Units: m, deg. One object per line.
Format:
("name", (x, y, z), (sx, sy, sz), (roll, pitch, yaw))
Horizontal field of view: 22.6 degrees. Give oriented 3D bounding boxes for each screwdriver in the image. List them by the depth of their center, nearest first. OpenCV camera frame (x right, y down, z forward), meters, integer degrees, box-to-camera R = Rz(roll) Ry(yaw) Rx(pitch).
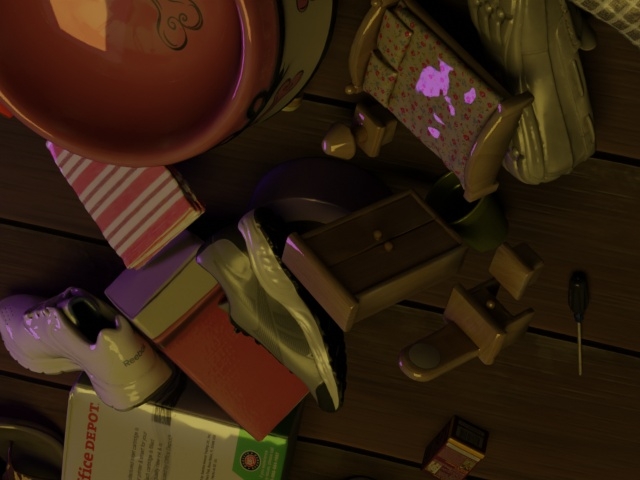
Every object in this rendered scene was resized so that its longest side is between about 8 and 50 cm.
("screwdriver", (0.312, 0.106, 1.914), (0.025, 0.024, 0.170), (23, 142, 36))

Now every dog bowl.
("dog bowl", (-0.197, -0.253, 1.629), (0.408, 0.150, 0.408), (10, 125, 15))

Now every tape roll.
("tape roll", (0.000, 0.000, 1.875), (0.189, 0.080, 0.189), (9, 132, 10))

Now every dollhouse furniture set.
("dollhouse furniture set", (0.099, -0.075, 1.612), (0.303, 0.173, 0.355), (48, 144, 27))

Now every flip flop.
("flip flop", (-0.408, 0.355, 2.300), (0.112, 0.080, 0.277), (-2, 129, 18))

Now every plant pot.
("plant pot", (0.172, -0.028, 1.807), (0.083, 0.083, 0.079), (-20, 133, 30))

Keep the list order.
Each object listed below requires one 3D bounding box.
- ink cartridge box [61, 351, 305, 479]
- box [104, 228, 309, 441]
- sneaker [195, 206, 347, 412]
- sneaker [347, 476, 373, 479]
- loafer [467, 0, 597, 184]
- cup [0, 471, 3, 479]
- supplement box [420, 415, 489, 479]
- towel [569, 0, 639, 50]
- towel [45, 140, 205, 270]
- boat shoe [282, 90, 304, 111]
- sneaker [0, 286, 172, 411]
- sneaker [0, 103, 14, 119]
("ink cartridge box", (-0.183, 0.272, 2.118), (0.289, 0.121, 0.211), (15, 122, 4))
("box", (-0.127, 0.109, 1.932), (0.127, 0.148, 0.232), (-46, 113, -6))
("sneaker", (-0.047, 0.087, 1.836), (0.108, 0.100, 0.271), (-22, 115, 15))
("sneaker", (-0.027, 0.429, 2.165), (0.256, 0.151, 0.094), (-32, 114, 18))
("loafer", (0.221, -0.211, 1.625), (0.111, 0.112, 0.319), (-21, 123, -17))
("cup", (-0.573, 0.423, 2.303), (0.331, 0.237, 0.331), (8, 131, 9))
("supplement box", (0.175, 0.276, 2.085), (0.055, 0.043, 0.083), (28, 131, -9))
("towel", (0.353, -0.301, 1.451), (0.235, 0.121, 0.284), (32, 122, -17))
("towel", (-0.230, -0.077, 1.867), (0.144, 0.029, 0.197), (-39, 83, 37))
("boat shoe", (-0.069, -0.203, 1.738), (0.153, 0.056, 0.048), (47, 131, -14))
("sneaker", (-0.306, 0.106, 1.996), (0.297, 0.111, 0.129), (15, 138, 40))
("sneaker", (-0.501, -0.148, 1.859), (0.350, 0.131, 0.148), (-15, 120, 26))
